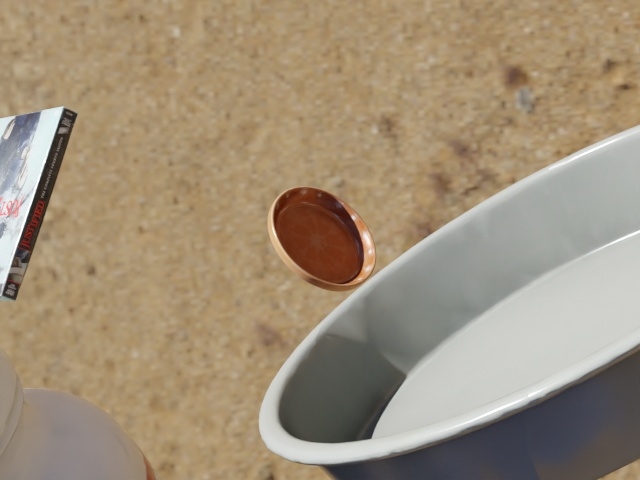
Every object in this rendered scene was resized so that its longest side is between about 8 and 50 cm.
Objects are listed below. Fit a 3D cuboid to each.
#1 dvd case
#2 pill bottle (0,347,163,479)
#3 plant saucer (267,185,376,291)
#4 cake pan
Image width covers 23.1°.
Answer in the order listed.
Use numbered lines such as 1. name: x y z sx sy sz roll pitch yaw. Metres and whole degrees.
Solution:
1. dvd case: -0.189 -0.021 0.940 0.087 0.013 0.119 -1 70 52
2. pill bottle: -0.159 0.236 0.896 0.229 0.229 0.408 4 134 48
3. plant saucer: 0.000 0.000 1.075 0.013 0.083 0.083 -48 63 41
4. cake pan: 0.110 0.029 0.701 0.293 0.293 0.054 -18 108 48
